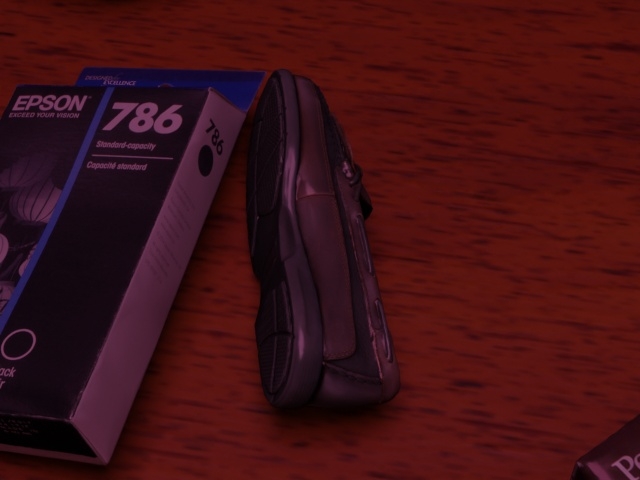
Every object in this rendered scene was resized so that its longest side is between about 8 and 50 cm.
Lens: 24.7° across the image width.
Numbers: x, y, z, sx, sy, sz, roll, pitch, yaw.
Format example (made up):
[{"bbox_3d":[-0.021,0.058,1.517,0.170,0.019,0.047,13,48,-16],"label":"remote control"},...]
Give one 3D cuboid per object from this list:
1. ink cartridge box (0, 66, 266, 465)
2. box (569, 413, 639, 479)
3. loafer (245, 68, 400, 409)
[{"bbox_3d":[-0.165,-0.014,0.994,0.165,0.065,0.332,3,54,23],"label":"ink cartridge box"},{"bbox_3d":[0.259,0.185,0.818,0.168,0.167,0.203,-33,62,-19],"label":"box"},{"bbox_3d":[0.000,0.000,1.000,0.084,0.096,0.267,10,52,-18],"label":"loafer"}]
